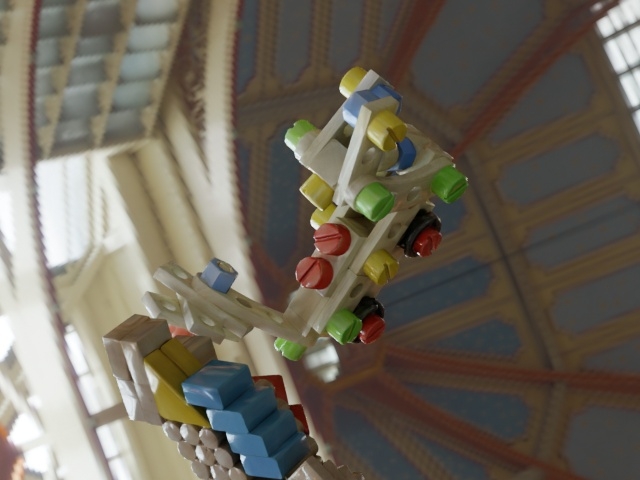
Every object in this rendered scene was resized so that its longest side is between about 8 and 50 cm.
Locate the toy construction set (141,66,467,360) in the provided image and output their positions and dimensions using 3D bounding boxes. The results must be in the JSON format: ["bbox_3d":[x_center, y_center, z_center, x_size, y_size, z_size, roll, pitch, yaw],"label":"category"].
[{"bbox_3d":[0.000,0.000,1.341,0.215,0.327,0.151,7,-136,-57],"label":"toy construction set"}]

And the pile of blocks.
[{"bbox_3d":[-0.021,0.179,1.252,0.362,0.149,0.112,48,-134,5],"label":"pile of blocks"}]
